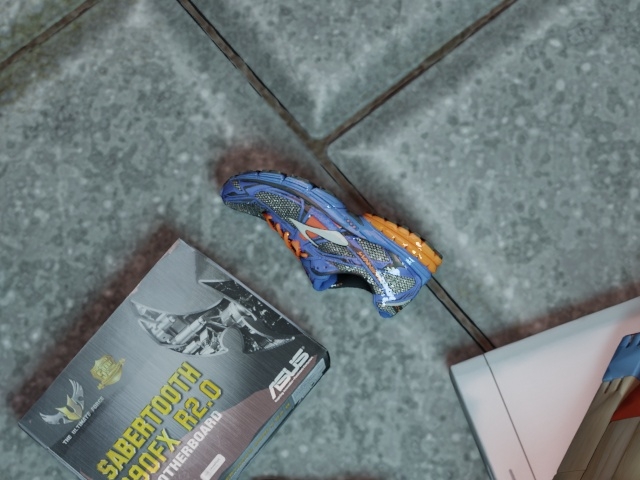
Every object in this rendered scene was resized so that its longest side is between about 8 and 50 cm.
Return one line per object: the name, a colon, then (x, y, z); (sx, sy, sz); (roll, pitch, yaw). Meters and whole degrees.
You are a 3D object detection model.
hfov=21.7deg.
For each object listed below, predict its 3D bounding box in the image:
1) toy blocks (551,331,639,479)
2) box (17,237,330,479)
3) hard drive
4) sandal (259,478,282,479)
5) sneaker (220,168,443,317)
toy blocks: (0.309, 0.170, 1.306); (0.191, 0.381, 0.261); (37, 67, -14)
box: (-0.131, 0.140, 1.529); (0.183, 0.056, 0.231); (38, 77, 15)
hard drive: (0.321, 0.160, 1.491); (0.353, 0.047, 0.233); (-20, 71, -3)
sandal: (0.017, 0.251, 1.493); (0.179, 0.040, 0.067); (8, 65, 23)
sneaker: (0.000, 0.000, 1.558); (0.221, 0.083, 0.087); (25, 82, 16)
